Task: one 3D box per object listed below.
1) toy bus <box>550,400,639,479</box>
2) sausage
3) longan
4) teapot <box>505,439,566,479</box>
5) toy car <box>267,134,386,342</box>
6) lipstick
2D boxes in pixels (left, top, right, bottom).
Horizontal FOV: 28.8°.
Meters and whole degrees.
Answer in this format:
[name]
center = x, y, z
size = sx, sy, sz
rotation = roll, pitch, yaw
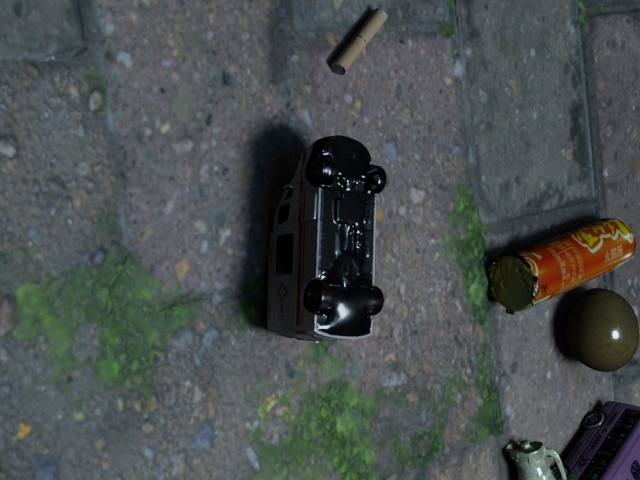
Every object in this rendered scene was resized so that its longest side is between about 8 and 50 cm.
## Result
[toy bus]
center = 0.371, 0.295, 1.610
size = 0.178, 0.098, 0.087
rotation = -46, 120, -30
[sausage]
center = 0.319, 0.023, 1.577
size = 0.264, 0.083, 0.083
rotation = -19, 103, -42
[longan]
center = 0.364, 0.115, 1.606
size = 0.113, 0.092, 0.113
rotation = 30, 50, -42
[teapot]
center = 0.267, 0.286, 1.545
size = 0.057, 0.067, 0.083
rotation = -75, 145, -78
[toy car]
center = 0.000, 0.000, 1.274
size = 0.089, 0.108, 0.209
rotation = 6, 82, -39
[lipstick]
center = 0.043, -0.218, 1.360
size = 0.019, 0.019, 0.094
rotation = 53, 58, -29
